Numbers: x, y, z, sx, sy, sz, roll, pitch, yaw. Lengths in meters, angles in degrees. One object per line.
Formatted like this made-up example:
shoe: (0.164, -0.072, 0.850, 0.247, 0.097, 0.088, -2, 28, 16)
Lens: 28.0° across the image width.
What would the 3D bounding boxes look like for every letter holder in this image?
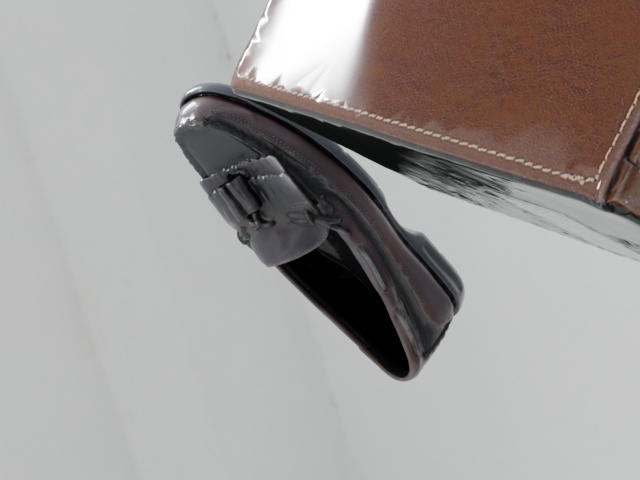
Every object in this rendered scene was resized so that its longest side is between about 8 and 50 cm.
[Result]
letter holder: (0.122, -0.117, 0.591, 0.152, 0.302, 0.214, 23, -89, -32)

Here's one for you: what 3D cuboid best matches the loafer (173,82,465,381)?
loafer: (0.000, 0.000, 0.993, 0.302, 0.109, 0.095, 40, -123, -30)
